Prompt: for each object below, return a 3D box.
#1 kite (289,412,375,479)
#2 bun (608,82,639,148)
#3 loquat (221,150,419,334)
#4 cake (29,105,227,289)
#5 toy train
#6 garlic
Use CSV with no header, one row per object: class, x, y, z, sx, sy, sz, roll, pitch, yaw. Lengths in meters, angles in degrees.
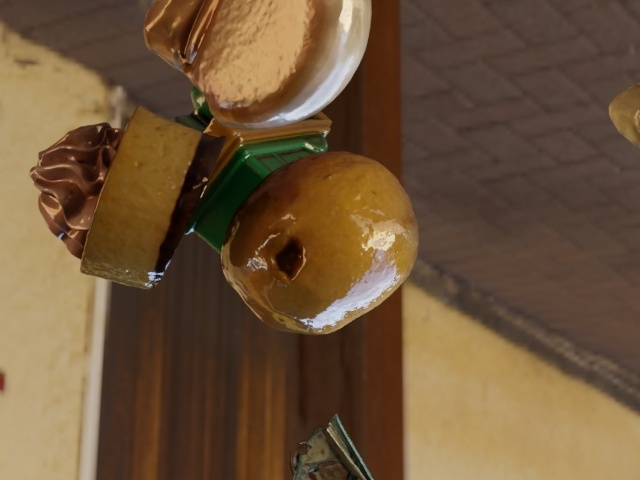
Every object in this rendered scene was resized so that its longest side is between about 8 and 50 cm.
kite,-0.034,0.325,1.419,0.368,0.014,0.406,18,117,-12
bun,0.474,-0.165,2.022,0.183,0.183,0.102,12,114,-28
loquat,0.000,0.000,1.709,0.238,0.193,0.238,-35,168,-8
cake,-0.220,-0.063,1.660,0.178,0.208,0.185,29,-170,-7
toy train,-0.076,-0.076,1.988,0.178,0.249,0.429,-53,168,18
garlic,-0.037,-0.213,1.402,0.110,0.217,0.228,8,125,-48
